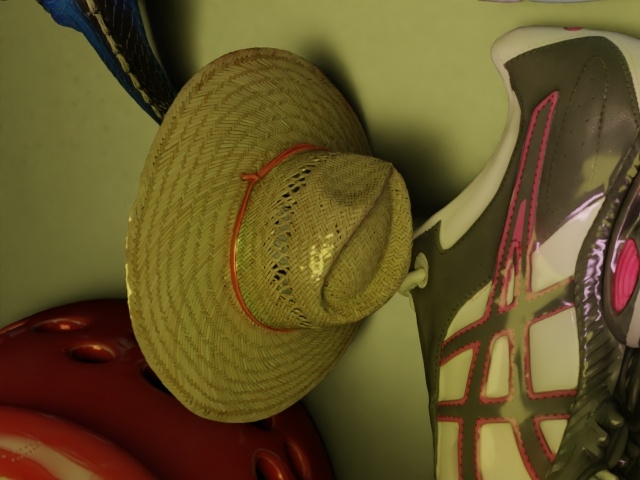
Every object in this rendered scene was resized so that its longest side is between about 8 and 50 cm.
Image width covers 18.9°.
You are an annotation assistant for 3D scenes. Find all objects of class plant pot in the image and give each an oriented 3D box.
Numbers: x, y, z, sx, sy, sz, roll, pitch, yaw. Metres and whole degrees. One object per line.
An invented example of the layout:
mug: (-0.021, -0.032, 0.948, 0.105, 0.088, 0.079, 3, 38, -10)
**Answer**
plant pot: (-0.101, 0.127, 0.730, 0.191, 0.174, 0.191, 2, 97, 14)

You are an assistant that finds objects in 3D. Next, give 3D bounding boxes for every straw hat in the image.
straw hat: (0.000, 0.000, 0.698, 0.061, 0.144, 0.144, 2, 100, 42)

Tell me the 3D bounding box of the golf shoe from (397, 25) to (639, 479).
golf shoe: (0.083, 0.052, 0.731, 0.120, 0.105, 0.273, 29, 104, 29)

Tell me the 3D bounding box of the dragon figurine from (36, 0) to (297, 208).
dragon figurine: (-0.101, -0.128, 0.704, 0.085, 0.144, 0.289, -18, 94, 14)

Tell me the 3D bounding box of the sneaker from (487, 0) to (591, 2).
sneaker: (0.123, -0.211, 0.669, 0.151, 0.094, 0.256, 2, 109, 17)
